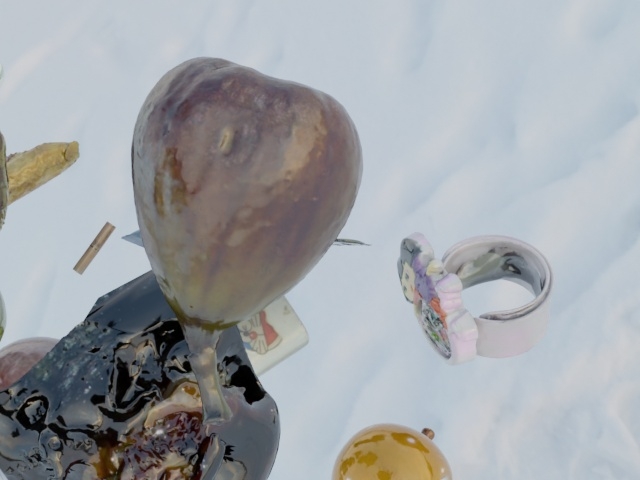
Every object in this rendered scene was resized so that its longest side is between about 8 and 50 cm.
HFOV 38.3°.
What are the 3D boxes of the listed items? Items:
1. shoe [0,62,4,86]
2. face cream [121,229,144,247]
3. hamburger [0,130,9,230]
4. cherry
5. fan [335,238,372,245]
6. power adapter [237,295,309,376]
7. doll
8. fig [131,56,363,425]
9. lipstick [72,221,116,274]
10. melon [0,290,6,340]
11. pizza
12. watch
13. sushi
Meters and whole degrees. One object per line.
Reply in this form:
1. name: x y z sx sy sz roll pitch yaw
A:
1. shoe: -0.474 -0.114 1.063 0.095 0.110 0.265 36 59 13
2. face cream: -0.192 -0.040 1.698 0.385 0.135 0.086 -21 59 35
3. hamburger: -0.552 -0.086 1.315 0.211 0.132 0.309 -3 77 5
4. cherry: -0.528 0.304 1.684 0.261 0.221 0.307 -2 45 43
5. fan: 0.000 0.000 1.554 0.152 0.226 0.008 2 86 11
6. power adapter: -0.140 0.154 1.321 0.205 0.130 0.125 -32 -5 -26
7. doll: 0.131 0.386 1.539 0.213 0.213 0.236 -2 29 35
8. fig: -0.065 0.006 0.692 0.170 0.274 0.145 10 10 0
9. lipstick: -0.359 0.012 1.462 0.019 0.019 0.094 30 84 47
10. melon: -0.697 0.103 1.594 0.329 0.248 0.249 30 71 15
11. pizza: -0.570 -0.078 1.568 0.280 0.075 0.287 -38 14 -32
12. watch: 0.273 0.072 1.581 0.231 0.196 0.244 -23 47 -12
13. sushi: -0.160 0.198 0.864 0.212 0.215 0.227 38 60 26
